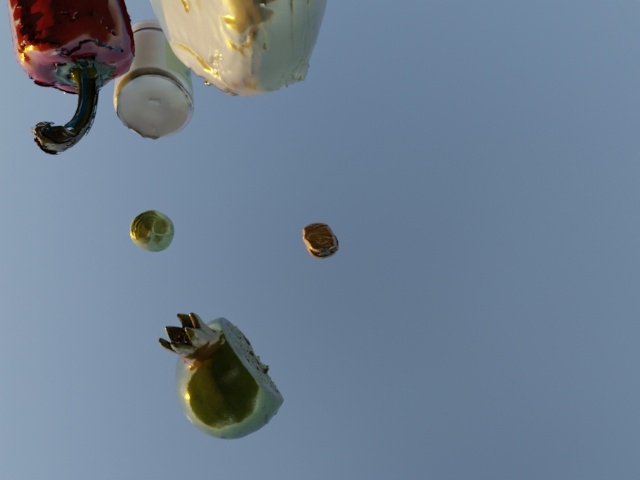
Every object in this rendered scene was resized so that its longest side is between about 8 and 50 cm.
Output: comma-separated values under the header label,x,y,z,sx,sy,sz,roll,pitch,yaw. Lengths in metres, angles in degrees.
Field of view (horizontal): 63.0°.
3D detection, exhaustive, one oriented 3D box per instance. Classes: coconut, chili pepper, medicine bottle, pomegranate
label,x,y,z,sx,sy,sz,roll,pitch,yaw
coconut,-0.337,-0.019,1.049,0.088,0.096,0.087,-2,-83,-15
chili pepper,-0.243,-0.259,0.494,0.110,0.110,0.387,-14,-100,6
medicine bottle,-0.487,-0.482,1.530,0.214,0.213,0.378,-22,-133,4
pomegranate,-0.265,0.329,1.271,0.216,0.358,0.310,-41,-145,1

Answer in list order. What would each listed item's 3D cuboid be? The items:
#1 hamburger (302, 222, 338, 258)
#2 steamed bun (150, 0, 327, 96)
label,x,y,z,sx,sy,sz,roll,pitch,yaw
hamburger,0.000,0.000,1.141,0.076,0.044,0.083,-12,-125,-18
steamed bun,-0.109,-0.406,0.774,0.233,0.312,0.334,-29,-117,-29
